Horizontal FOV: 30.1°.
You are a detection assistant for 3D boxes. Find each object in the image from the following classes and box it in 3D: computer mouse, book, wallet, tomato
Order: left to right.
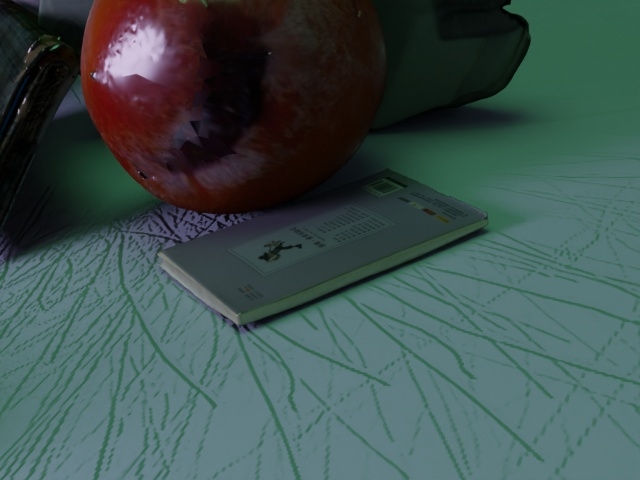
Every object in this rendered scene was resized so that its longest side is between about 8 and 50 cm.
[{"bbox_3d":[-0.271,-0.105,0.956,0.044,0.169,0.317,28,4,-29],"label":"wallet"},{"bbox_3d":[-0.062,-0.119,0.818,0.208,0.208,0.184,1,26,25],"label":"tomato"},{"bbox_3d":[-0.036,-0.210,0.977,0.428,0.228,0.145,4,36,24],"label":"computer mouse"},{"bbox_3d":[0.000,0.000,0.762,0.181,0.014,0.127,-21,26,-22],"label":"book"}]

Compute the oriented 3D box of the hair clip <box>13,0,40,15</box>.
[{"bbox_3d":[-0.237,-0.254,1.084,0.085,0.101,0.330,11,-11,33],"label":"hair clip"}]

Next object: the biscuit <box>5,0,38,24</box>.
[{"bbox_3d":[-0.364,-0.210,1.181,0.259,0.079,0.259,-31,-4,-3],"label":"biscuit"}]
